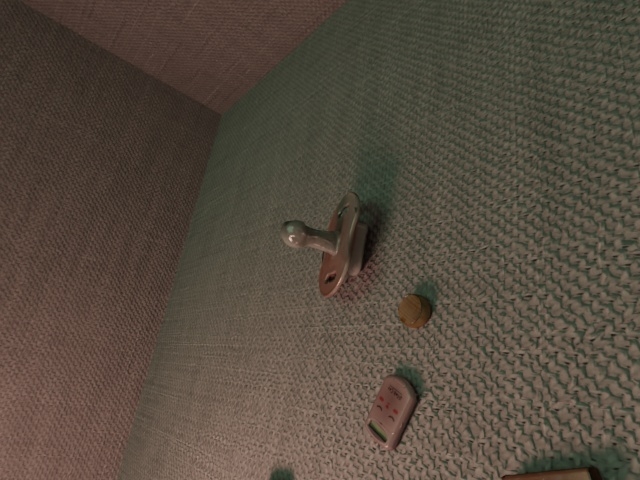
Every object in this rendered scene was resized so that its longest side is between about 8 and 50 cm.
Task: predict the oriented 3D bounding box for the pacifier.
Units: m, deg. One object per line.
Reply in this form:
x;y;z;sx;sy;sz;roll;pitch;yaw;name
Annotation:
0.033;0.004;1.232;0.221;0.273;0.331;-1;69;36;pacifier

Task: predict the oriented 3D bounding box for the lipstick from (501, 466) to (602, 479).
0.377;0.401;0.669;0.145;0.045;0.045;-35;43;38;lipstick

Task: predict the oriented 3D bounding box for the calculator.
0.165;0.405;0.966;0.100;0.032;0.174;26;92;56;calculator

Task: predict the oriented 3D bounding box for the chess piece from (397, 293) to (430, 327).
0.231;0.174;1.011;0.084;0.038;0.083;-28;52;41;chess piece
